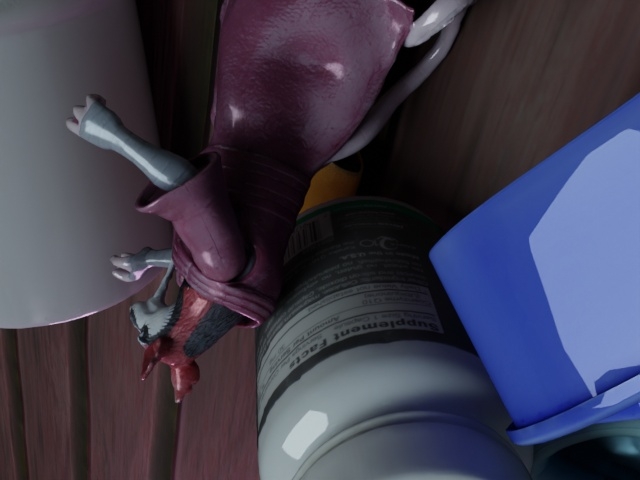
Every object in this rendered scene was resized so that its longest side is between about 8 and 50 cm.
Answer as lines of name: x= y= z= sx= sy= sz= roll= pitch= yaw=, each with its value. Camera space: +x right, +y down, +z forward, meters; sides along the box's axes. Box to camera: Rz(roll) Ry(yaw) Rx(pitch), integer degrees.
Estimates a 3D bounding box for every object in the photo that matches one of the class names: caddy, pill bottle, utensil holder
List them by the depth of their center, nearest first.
caddy: x=0.235 y=0.005 z=0.529 sx=0.341 sy=0.241 sz=0.179 roll=-38 pitch=76 yaw=33
pill bottle: x=0.050 y=0.126 z=0.728 sx=0.361 sy=0.204 sz=0.204 roll=-99 pitch=4 yaw=-61
utensil holder: x=-0.354 y=-0.137 z=1.065 sx=0.327 sy=0.327 sz=0.385 roll=24 pitch=131 yaw=38

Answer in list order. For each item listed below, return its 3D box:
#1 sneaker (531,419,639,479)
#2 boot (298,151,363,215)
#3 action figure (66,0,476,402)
sneaker: x=0.315 y=0.178 z=0.633 sx=0.366 sy=0.150 sz=0.135 roll=1 pitch=117 yaw=40
boot: x=0.000 y=-0.001 z=0.929 sx=0.295 sy=0.104 sz=0.211 roll=54 pitch=143 yaw=15
action figure: x=-0.051 y=-0.043 z=0.754 sx=0.275 sy=0.370 sz=0.248 roll=13 pitch=167 yaw=3
